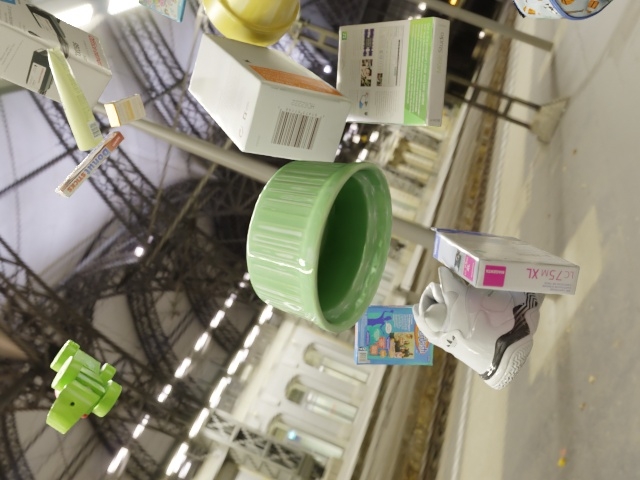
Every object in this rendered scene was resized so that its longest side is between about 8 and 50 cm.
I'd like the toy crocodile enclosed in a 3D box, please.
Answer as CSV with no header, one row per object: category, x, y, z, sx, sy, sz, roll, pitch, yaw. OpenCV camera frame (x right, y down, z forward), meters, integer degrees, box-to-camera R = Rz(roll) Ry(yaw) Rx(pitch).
toy crocodile,-0.466,0.278,1.423,0.105,0.115,0.340,-55,19,-7

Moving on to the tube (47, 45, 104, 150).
tube,-0.572,-0.328,1.705,0.062,0.070,0.240,-34,-63,-38

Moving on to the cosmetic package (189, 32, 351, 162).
cosmetic package,-0.134,-0.346,1.757,0.453,0.230,0.161,48,126,53

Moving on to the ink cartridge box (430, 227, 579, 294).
ink cartridge box,0.333,0.034,1.406,0.311,0.186,0.065,-121,37,-75

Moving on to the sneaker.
sneaker,0.312,0.113,1.435,0.137,0.210,0.366,-63,-5,36

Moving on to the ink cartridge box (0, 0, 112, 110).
ink cartridge box,-0.879,-0.595,2.296,0.166,0.395,0.285,-50,44,20

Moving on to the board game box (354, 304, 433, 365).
board game box,0.200,0.255,1.996,0.047,0.211,0.160,-140,52,-84

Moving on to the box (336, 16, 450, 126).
box,0.157,-0.385,1.708,0.059,0.322,0.232,-4,-78,-36

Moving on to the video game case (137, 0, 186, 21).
video game case,-0.470,-0.738,2.203,0.015,0.166,0.119,-32,-34,-57

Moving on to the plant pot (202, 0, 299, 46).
plant pot,-0.147,-0.663,1.887,0.239,0.254,0.254,-33,28,57

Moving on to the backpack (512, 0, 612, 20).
backpack,0.436,-0.496,1.230,0.263,0.276,0.213,-38,25,-7

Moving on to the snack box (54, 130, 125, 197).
snack box,-0.490,-0.163,1.573,0.178,0.022,0.064,-52,29,-18

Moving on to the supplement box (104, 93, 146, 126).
supplement box,-0.509,-0.340,1.931,0.098,0.036,0.062,-35,-62,-49

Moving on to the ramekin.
ramekin,0.000,0.000,1.312,0.303,0.148,0.303,-34,-50,-54
